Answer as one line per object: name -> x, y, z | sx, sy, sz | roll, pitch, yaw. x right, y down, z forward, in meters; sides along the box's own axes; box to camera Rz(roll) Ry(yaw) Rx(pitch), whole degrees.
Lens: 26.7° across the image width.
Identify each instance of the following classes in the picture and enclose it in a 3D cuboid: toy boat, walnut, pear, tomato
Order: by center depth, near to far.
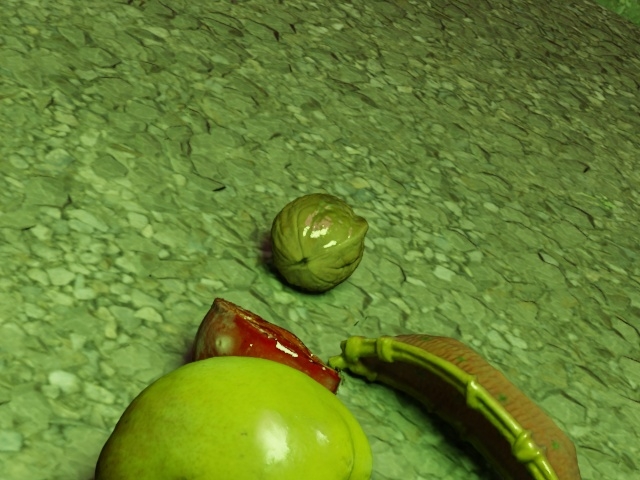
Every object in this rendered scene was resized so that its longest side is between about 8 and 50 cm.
pear -> -0.064, 0.178, 1.002 | 0.200, 0.200, 0.200 | 19, 31, -12
tomato -> -0.055, 0.119, 1.201 | 0.139, 0.091, 0.159 | 32, 2, -7
toy boat -> 0.144, 0.170, 1.245 | 0.099, 0.141, 0.318 | -43, 54, -14
walnut -> 0.000, 0.000, 1.415 | 0.105, 0.105, 0.124 | 33, 30, 13
